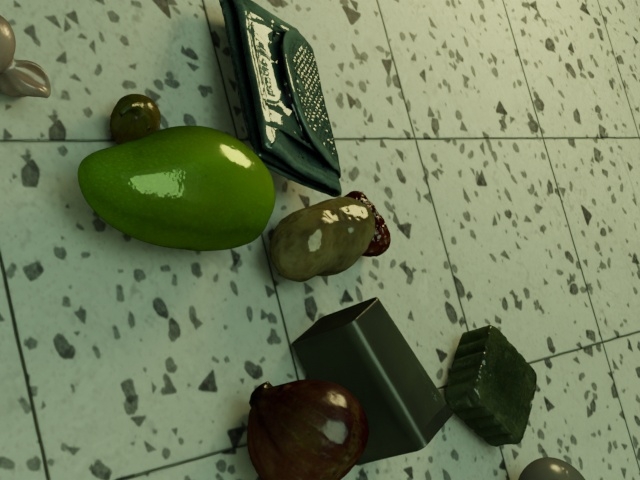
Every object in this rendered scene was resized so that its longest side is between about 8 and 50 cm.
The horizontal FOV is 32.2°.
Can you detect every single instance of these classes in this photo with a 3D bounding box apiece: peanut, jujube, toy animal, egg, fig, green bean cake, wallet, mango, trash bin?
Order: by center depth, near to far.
[{"bbox_3d":[-0.465,-0.264,1.518,0.212,0.124,0.124,59,42,-21],"label":"toy animal"},{"bbox_3d":[-0.213,-0.081,1.666,0.343,0.156,0.192,5,70,-48],"label":"mango"},{"bbox_3d":[-0.282,-0.189,1.687,0.084,0.098,0.082,-36,79,-27],"label":"fig"},{"bbox_3d":[-0.030,0.294,1.699,0.205,0.205,0.205,20,60,-40],"label":"fig"},{"bbox_3d":[0.084,0.233,1.848,0.122,0.164,0.240,-38,102,-48],"label":"trash bin"},{"bbox_3d":[0.000,0.000,1.888,0.224,0.129,0.129,-19,88,-40],"label":"peanut"},{"bbox_3d":[-0.058,-0.258,1.914,0.237,0.075,0.342,26,44,-51],"label":"wallet"},{"bbox_3d":[0.079,-0.030,2.025,0.077,0.077,0.129,-14,74,-48],"label":"jujube"},{"bbox_3d":[0.454,0.514,2.133,0.146,0.146,0.198,-21,96,-49],"label":"egg"},{"bbox_3d":[0.330,0.283,2.139,0.185,0.094,0.183,43,47,-27],"label":"green bean cake"}]
